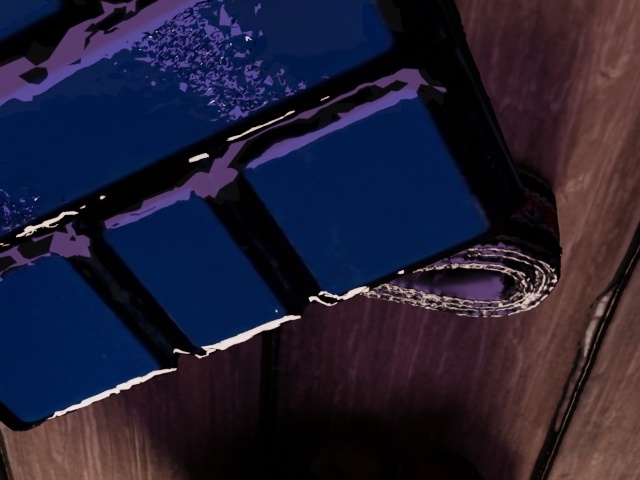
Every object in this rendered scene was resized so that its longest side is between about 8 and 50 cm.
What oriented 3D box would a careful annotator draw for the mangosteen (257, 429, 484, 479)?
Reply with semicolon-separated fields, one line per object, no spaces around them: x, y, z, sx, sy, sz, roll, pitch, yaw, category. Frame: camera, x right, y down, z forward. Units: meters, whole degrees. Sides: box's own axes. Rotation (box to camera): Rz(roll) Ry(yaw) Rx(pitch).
-0.002;0.382;0.964;0.381;0.421;0.381;31;167;8;mangosteen

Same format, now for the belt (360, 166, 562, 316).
0.000;0.000;0.757;0.359;0.094;0.126;-2;132;7;belt

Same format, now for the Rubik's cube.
-0.096;-0.131;0.486;0.288;0.293;0.283;-25;130;12;Rubik's cube
